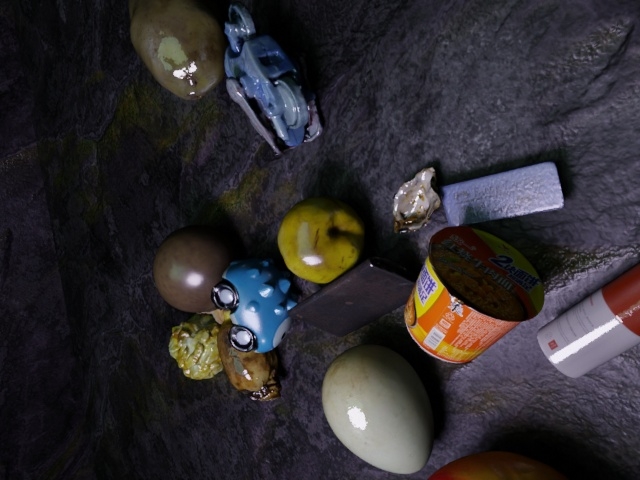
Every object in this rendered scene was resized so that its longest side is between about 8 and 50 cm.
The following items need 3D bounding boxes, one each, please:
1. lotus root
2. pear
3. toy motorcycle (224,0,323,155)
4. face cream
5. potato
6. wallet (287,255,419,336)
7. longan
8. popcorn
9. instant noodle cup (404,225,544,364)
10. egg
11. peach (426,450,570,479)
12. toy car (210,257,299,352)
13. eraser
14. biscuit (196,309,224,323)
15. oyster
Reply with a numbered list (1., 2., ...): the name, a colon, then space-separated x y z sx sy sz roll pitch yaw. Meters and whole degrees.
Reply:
1. lotus root: -0.213 0.322 1.357 0.141 0.169 0.314 -28 77 12
2. pear: 0.000 0.000 1.043 0.200 0.200 0.200 15 113 39
3. toy motorcycle: -0.141 -0.343 1.067 0.241 0.182 0.319 -39 77 43
4. face cream: 0.451 0.121 0.726 0.096 0.096 0.214 52 131 18
5. potato: -0.350 -0.513 1.182 0.326 0.221 0.243 52 122 32
6. wallet: 0.076 0.132 1.055 0.321 0.170 0.044 -37 38 44
7. longan: -0.351 0.082 1.355 0.258 0.258 0.258 15 113 39
8. popcorn: -0.386 0.343 1.520 0.221 0.184 0.204 2 92 56
9. instant noodle cup: 0.254 0.106 0.841 0.213 0.213 0.174 44 136 24
10. egg: 0.131 0.366 1.020 0.218 0.218 0.295 -33 93 43
11. peach: 0.326 0.580 0.810 0.388 0.388 0.388 15 113 39
12. toy car: -0.151 0.162 1.242 0.190 0.188 0.255 -17 95 21
13. eraser: 0.310 -0.079 0.835 0.225 0.036 0.082 -10 98 44
14. biscuit: -0.330 0.196 1.500 0.183 0.061 0.118 20 114 35
15. oyster: 0.191 -0.068 0.938 0.148 0.051 0.103 -41 57 42
